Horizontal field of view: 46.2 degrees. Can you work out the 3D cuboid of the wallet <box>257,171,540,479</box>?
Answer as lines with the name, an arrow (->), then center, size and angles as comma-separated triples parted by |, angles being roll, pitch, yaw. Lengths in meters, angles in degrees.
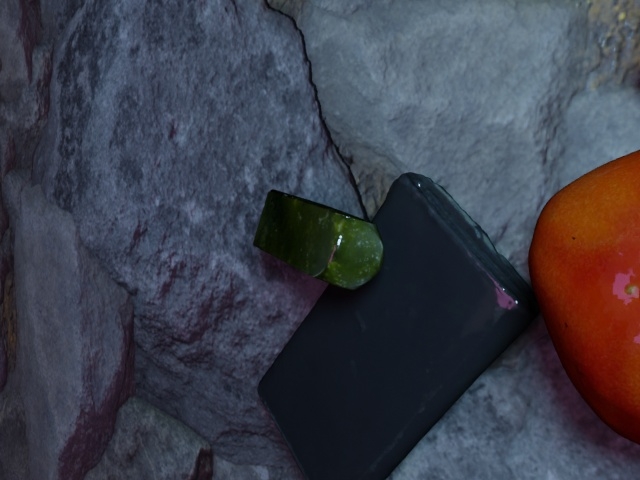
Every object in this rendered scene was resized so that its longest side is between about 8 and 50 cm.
wallet -> 0.069, 0.138, 0.914 | 0.228, 0.062, 0.406 | 53, 127, 29

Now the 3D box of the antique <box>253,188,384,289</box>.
antique -> 0.000, 0.000, 0.895 | 0.221, 0.080, 0.081 | 26, 99, 63

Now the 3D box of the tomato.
tomato -> 0.289, 0.040, 0.609 | 0.259, 0.180, 0.260 | 1, 92, 43
